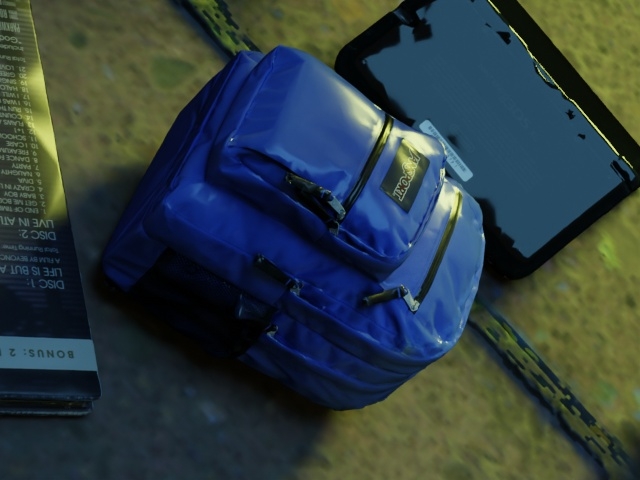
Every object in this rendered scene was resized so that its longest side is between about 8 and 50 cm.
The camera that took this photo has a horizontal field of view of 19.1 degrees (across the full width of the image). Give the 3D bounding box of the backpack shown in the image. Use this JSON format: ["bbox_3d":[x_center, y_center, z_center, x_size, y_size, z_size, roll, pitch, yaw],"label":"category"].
[{"bbox_3d":[0.000,0.000,0.674,0.120,0.101,0.098,36,54,-13],"label":"backpack"}]

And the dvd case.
[{"bbox_3d":[-0.168,-0.044,0.646,0.164,0.018,0.221,4,58,-33],"label":"dvd case"}]

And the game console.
[{"bbox_3d":[0.077,-0.052,0.818,0.107,0.071,0.122,-38,84,-13],"label":"game console"}]
